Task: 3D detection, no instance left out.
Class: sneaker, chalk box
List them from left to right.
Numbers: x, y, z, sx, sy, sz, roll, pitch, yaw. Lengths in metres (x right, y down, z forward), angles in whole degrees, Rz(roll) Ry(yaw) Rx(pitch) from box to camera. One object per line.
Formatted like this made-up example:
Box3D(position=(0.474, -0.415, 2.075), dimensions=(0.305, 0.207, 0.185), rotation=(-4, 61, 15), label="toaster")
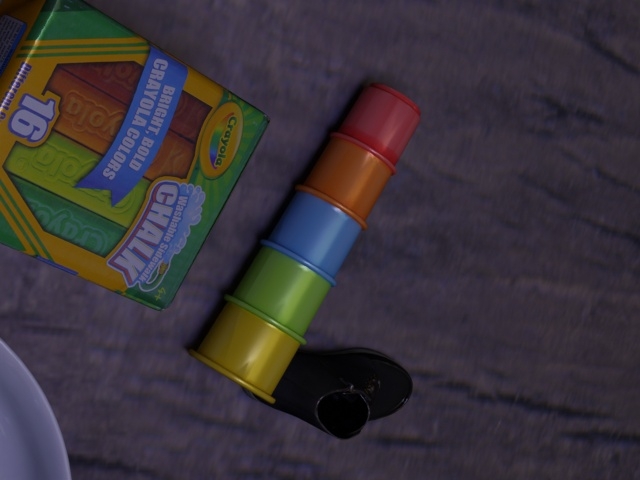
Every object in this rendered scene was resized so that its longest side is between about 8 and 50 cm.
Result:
Box3D(position=(-0.178, -0.072, 1.087), dimensions=(0.289, 0.179, 0.180), rotation=(27, 90, -44), label="chalk box")
Box3D(position=(0.036, 0.164, 1.420), dimensions=(0.222, 0.118, 0.083), rotation=(9, 102, -43), label="sneaker")

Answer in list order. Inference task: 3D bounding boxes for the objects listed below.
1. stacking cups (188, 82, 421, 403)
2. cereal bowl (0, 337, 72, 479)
Box3D(position=(0.000, 0.000, 1.334), dimensions=(0.096, 0.096, 0.316), rotation=(40, 81, -44), label="stacking cups")
Box3D(position=(-0.361, 0.203, 1.028), dimensions=(0.339, 0.141, 0.338), rotation=(8, 74, -27), label="cereal bowl")
